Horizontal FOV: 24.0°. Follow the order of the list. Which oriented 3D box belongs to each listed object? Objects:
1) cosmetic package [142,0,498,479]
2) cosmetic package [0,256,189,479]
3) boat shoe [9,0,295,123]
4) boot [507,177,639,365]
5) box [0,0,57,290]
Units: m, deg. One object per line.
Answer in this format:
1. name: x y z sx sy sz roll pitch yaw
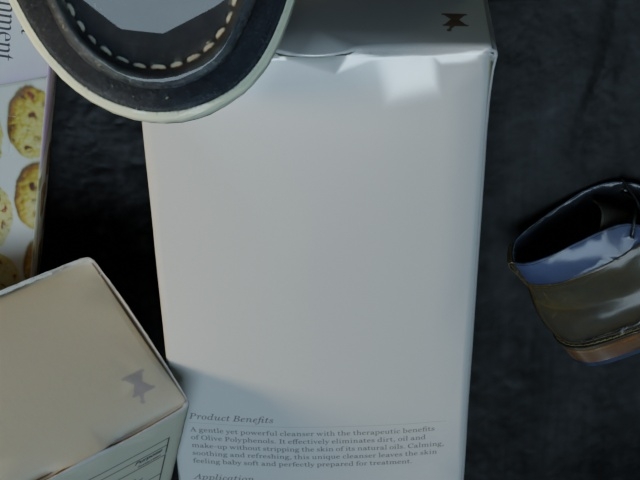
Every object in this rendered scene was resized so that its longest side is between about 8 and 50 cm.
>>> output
1. cosmetic package: 0.000 0.000 0.940 0.197 0.155 0.365 1 127 0
2. cosmetic package: -0.195 0.162 1.003 0.153 0.129 0.296 -23 154 -28
3. boat shoe: -0.084 -0.283 0.644 0.187 0.156 0.500 2 113 -2
4. boot: 0.232 0.002 0.994 0.219 0.082 0.106 -31 125 24
5. box: -0.198 -0.083 0.930 0.067 0.063 0.324 8 128 -8
